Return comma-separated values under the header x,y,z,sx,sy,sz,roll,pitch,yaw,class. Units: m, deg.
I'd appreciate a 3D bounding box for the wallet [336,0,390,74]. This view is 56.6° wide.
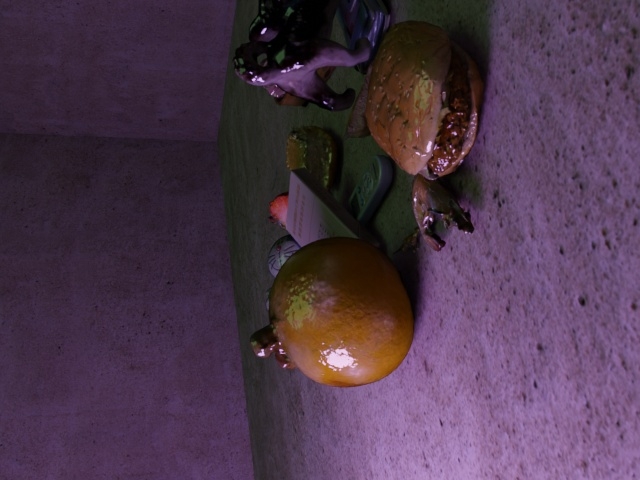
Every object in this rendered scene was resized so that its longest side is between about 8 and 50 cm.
x,y,z,sx,sy,sz,roll,pitch,yaw,class
0.096,-0.555,1.452,0.176,0.074,0.251,105,157,-51,wallet

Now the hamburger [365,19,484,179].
x,y,z,sx,sy,sz,roll,pitch,yaw,class
0.178,-0.252,1.074,0.283,0.144,0.260,-125,40,-53,hamburger

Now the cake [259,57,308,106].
x,y,z,sx,sy,sz,roll,pitch,yaw,class
-0.128,-0.548,2.011,0.208,0.178,0.185,116,148,-61,cake

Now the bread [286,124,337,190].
x,y,z,sx,sy,sz,roll,pitch,yaw,class
-0.027,-0.248,1.775,0.245,0.121,0.174,-136,39,-61,bread

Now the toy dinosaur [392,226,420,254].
x,y,z,sx,sy,sz,roll,pitch,yaw,class
0.184,0.011,1.246,0.113,0.026,0.041,124,150,-46,toy dinosaur

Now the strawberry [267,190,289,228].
x,y,z,sx,sy,sz,roll,pitch,yaw,class
-0.055,-0.113,1.877,0.235,0.175,0.107,-10,43,40,strawberry

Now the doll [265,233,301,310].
x,y,z,sx,sy,sz,roll,pitch,yaw,class
-0.089,0.104,1.944,0.228,0.154,0.259,-23,73,36,doll

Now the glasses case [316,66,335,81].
x,y,z,sx,sy,sz,roll,pitch,yaw,class
0.005,-0.521,1.798,0.170,0.041,0.065,144,125,-70,glasses case

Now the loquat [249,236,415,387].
x,y,z,sx,sy,sz,roll,pitch,yaw,class
0.020,0.159,1.257,0.328,0.359,0.329,161,90,-72,loquat

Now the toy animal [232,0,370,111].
x,y,z,sx,sy,sz,roll,pitch,yaw,class
-0.064,-0.483,1.349,0.194,0.302,0.345,125,137,-59,toy animal

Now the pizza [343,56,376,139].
x,y,z,sx,sy,sz,roll,pitch,yaw,class
0.115,-0.310,1.403,0.204,0.080,0.188,131,160,-79,pizza

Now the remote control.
x,y,z,sx,sy,sz,roll,pitch,yaw,class
0.117,-0.113,1.433,0.244,0.047,0.087,117,144,-56,remote control

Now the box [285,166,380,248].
x,y,z,sx,sy,sz,roll,pitch,yaw,class
0.020,-0.014,1.555,0.365,0.051,0.205,49,143,40,box

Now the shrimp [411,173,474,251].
x,y,z,sx,sy,sz,roll,pitch,yaw,class
0.221,-0.043,1.104,0.251,0.052,0.144,-111,15,-66,shrimp
